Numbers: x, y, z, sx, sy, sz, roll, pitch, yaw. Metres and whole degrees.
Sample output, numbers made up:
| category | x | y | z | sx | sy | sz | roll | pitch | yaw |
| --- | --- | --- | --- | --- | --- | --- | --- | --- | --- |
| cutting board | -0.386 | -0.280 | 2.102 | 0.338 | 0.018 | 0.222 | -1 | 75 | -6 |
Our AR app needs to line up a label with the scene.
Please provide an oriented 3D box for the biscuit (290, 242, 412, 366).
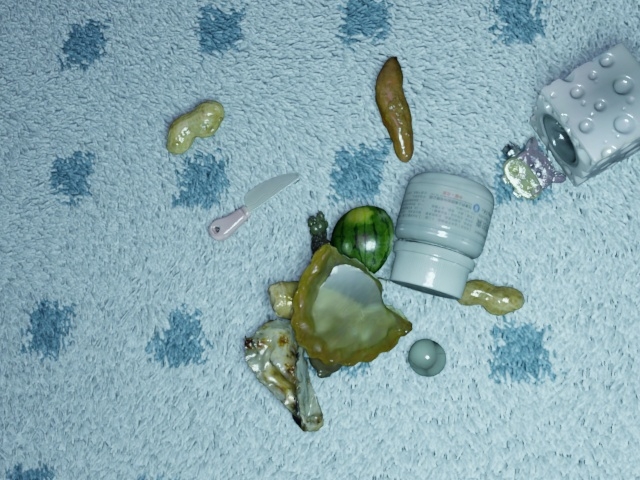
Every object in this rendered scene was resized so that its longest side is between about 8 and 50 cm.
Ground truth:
| category | x | y | z | sx | sy | sz | roll | pitch | yaw |
| --- | --- | --- | --- | --- | --- | --- | --- | --- | --- |
| biscuit | 0.090 | 0.183 | 1.641 | 0.335 | 0.078 | 0.329 | 9 | 94 | -4 |

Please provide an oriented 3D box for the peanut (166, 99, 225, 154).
| category | x | y | z | sx | sy | sz | roll | pitch | yaw |
| --- | --- | --- | --- | --- | --- | --- | --- | --- | --- |
| peanut | -0.407 | -0.366 | 1.966 | 0.229 | 0.098 | 0.103 | -32 | 48 | 7 |

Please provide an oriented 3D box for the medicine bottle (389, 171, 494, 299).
| category | x | y | z | sx | sy | sz | roll | pitch | yaw |
| --- | --- | --- | --- | --- | --- | --- | --- | --- | --- |
| medicine bottle | 0.323 | -0.010 | 1.663 | 0.245 | 0.245 | 0.306 | 15 | 84 | 14 |

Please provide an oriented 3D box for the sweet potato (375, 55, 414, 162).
| category | x | y | z | sx | sy | sz | roll | pitch | yaw |
| --- | --- | --- | --- | --- | --- | --- | --- | --- | --- |
| sweet potato | 0.217 | -0.408 | 1.838 | 0.095 | 0.106 | 0.354 | -18 | 72 | 43 |

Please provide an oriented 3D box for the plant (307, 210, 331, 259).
| category | x | y | z | sx | sy | sz | roll | pitch | yaw |
| --- | --- | --- | --- | --- | --- | --- | --- | --- | --- |
| plant | 0.000 | 0.000 | 1.821 | 0.085 | 0.087 | 0.174 | -9 | 81 | -20 |

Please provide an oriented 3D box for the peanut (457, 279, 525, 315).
| category | x | y | z | sx | sy | sz | roll | pitch | yaw |
| --- | --- | --- | --- | --- | --- | --- | --- | --- | --- |
| peanut | 0.464 | 0.158 | 1.688 | 0.193 | 0.089 | 0.089 | 14 | 83 | 19 |

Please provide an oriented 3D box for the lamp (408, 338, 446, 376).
| category | x | y | z | sx | sy | sz | roll | pitch | yaw |
| --- | --- | --- | --- | --- | --- | --- | --- | --- | --- |
| lamp | 0.293 | 0.322 | 1.679 | 0.105 | 0.105 | 0.105 | -2 | 79 | 12 |

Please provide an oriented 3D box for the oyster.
| category | x | y | z | sx | sy | sz | roll | pitch | yaw |
| --- | --- | --- | --- | --- | --- | --- | --- | --- | --- |
| oyster | -0.082 | 0.383 | 1.722 | 0.198 | 0.133 | 0.337 | -33 | 78 | 40 |

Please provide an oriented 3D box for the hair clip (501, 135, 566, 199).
| category | x | y | z | sx | sy | sz | roll | pitch | yaw |
| --- | --- | --- | --- | --- | --- | --- | --- | --- | --- |
| hair clip | 0.587 | -0.205 | 1.743 | 0.146 | 0.056 | 0.187 | -39 | 77 | 10 |

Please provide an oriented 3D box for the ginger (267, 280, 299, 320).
| category | x | y | z | sx | sy | sz | roll | pitch | yaw |
| --- | --- | --- | --- | --- | --- | --- | --- | --- | --- |
| ginger | 0.019 | 0.195 | 1.741 | 0.354 | 0.190 | 0.126 | 22 | 112 | 5 |

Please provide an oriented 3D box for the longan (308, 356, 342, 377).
| category | x | y | z | sx | sy | sz | roll | pitch | yaw |
| --- | --- | --- | --- | --- | --- | --- | --- | --- | --- |
| longan | 0.016 | 0.335 | 1.735 | 0.106 | 0.106 | 0.119 | 4 | 62 | 13 |

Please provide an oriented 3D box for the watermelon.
| category | x | y | z | sx | sy | sz | roll | pitch | yaw |
| --- | --- | --- | --- | --- | --- | --- | --- | --- | --- |
| watermelon | 0.104 | 0.002 | 1.736 | 0.204 | 0.127 | 0.232 | -9 | 65 | 48 |

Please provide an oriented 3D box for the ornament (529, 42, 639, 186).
| category | x | y | z | sx | sy | sz | roll | pitch | yaw |
| --- | --- | --- | --- | --- | --- | --- | --- | --- | --- |
| ornament | 0.741 | -0.326 | 1.634 | 0.240 | 0.240 | 0.239 | -30 | 75 | 4 |

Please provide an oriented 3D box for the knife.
| category | x | y | z | sx | sy | sz | roll | pitch | yaw |
| --- | --- | --- | --- | --- | --- | --- | --- | --- | --- |
| knife | -0.210 | -0.118 | 1.915 | 0.336 | 0.043 | 0.081 | -38 | 68 | -3 |
